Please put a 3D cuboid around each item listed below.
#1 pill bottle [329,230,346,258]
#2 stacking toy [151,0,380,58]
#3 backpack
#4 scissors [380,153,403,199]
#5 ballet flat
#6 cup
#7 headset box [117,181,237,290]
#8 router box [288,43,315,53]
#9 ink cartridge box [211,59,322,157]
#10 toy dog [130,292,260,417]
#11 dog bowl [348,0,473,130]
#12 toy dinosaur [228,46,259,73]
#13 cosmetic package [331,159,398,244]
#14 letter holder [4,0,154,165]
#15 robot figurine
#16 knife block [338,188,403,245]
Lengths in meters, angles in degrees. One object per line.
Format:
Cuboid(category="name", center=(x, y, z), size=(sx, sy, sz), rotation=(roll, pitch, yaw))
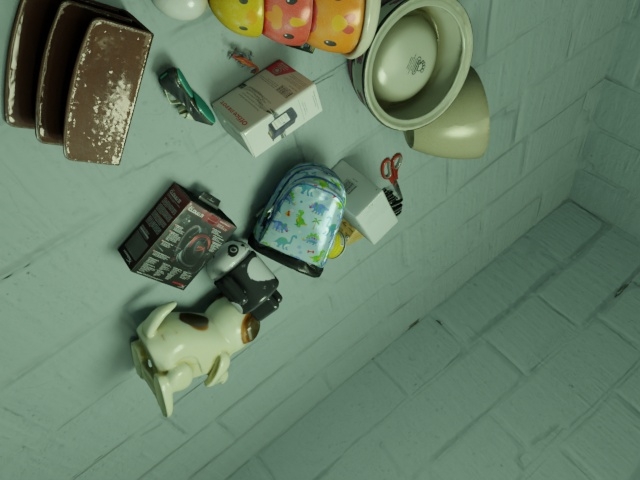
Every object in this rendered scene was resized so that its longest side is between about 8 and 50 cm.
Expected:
Cuboid(category="pill bottle", center=(0.000, 0.000, 1.926), size=(0.119, 0.119, 0.208), rotation=(-54, 149, 12))
Cuboid(category="stacking toy", center=(-0.132, -0.560, 1.134), size=(0.480, 0.350, 0.350), rotation=(-13, 137, -11))
Cuboid(category="backpack", center=(-0.052, -0.080, 1.680), size=(0.355, 0.290, 0.273), rotation=(-63, -174, 5))
Cuboid(category="scissors", center=(0.297, -0.239, 2.100), size=(0.109, 0.021, 0.297), rotation=(-37, 146, -17))
Cuboid(category="ballet flat", center=(-0.339, -0.352, 1.279), size=(0.074, 0.074, 0.203), rotation=(-43, 152, -4))
Cuboid(category="cup", center=(0.424, -0.434, 1.816), size=(0.237, 0.331, 0.331), rotation=(-11, 139, -2))
Cuboid(category="headset box", center=(-0.406, -0.017, 1.502), size=(0.293, 0.110, 0.218), rotation=(-49, 146, 5))
Cuboid(category="router box", center=(-0.041, -0.578, 1.378), size=(0.092, 0.038, 0.122), rotation=(-1, 126, -45))
Cuboid(category="ink cartridge box", center=(-0.144, -0.358, 1.374), size=(0.237, 0.172, 0.100), rotation=(-38, 145, -12))
Cuboid(category="toy dog", center=(-0.414, 0.323, 1.746), size=(0.408, 0.285, 0.395), rotation=(-20, 120, -35))
Cuboid(category="dog bowl", center=(0.265, -0.556, 1.571), size=(0.408, 0.150, 0.407), rotation=(-17, 128, -24))
Cuboid(category="toy dinosaur", center=(-0.195, -0.457, 1.318), size=(0.082, 0.090, 0.047), rotation=(31, 120, -23))
Cuboid(category="cosmetic package", center=(0.137, -0.136, 1.850), size=(0.138, 0.224, 0.224), rotation=(-45, 145, -2))
Cuboid(category="letter holder", center=(-0.507, -0.330, 1.045), size=(0.214, 0.152, 0.301), rotation=(0, 125, -44))
Cuboid(category="robot figurine", center=(-0.248, 0.128, 1.685), size=(0.173, 0.278, 0.209), rotation=(-43, -170, -22))
Cuboid(category="knife block", center=(0.213, -0.090, 2.097), size=(0.242, 0.088, 0.275), rotation=(20, 109, -53))
